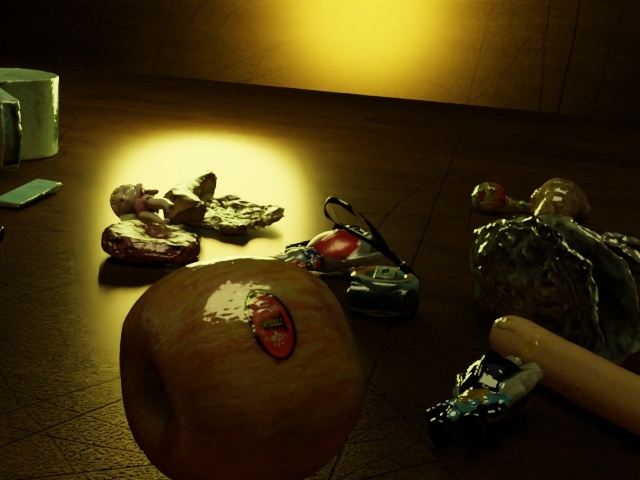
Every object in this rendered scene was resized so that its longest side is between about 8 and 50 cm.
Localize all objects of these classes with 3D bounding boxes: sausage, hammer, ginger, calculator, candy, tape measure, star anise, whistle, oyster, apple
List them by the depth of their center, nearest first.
[{"bbox_3d":[-0.068,0.114,0.975,0.188,0.211,0.211,-14,22,-30],"label":"apple"},{"bbox_3d":[0.285,0.148,1.215,0.066,0.065,0.301,-4,17,-27],"label":"sausage"},{"bbox_3d":[0.279,0.041,1.418,0.158,0.162,0.351,20,11,-20],"label":"oyster"},{"bbox_3d":[0.073,0.015,1.483,0.104,0.179,0.107,-11,14,9],"label":"tape measure"},{"bbox_3d":[0.419,0.016,1.755,0.205,0.061,0.181,12,17,28],"label":"star anise"},{"bbox_3d":[0.000,0.000,1.804,0.065,0.021,0.178,15,21,39],"label":"hammer"},{"bbox_3d":[-0.511,-0.082,1.983,0.057,0.018,0.172,5,15,10],"label":"calculator"},{"bbox_3d":[0.422,-0.061,2.012,0.104,0.080,0.204,30,20,14],"label":"ginger"},{"bbox_3d":[0.379,-0.068,2.117,0.201,0.060,0.060,10,14,-9],"label":"candy"},{"bbox_3d":[-0.643,-0.248,2.290,0.188,0.168,0.405,4,14,0],"label":"whistle"}]

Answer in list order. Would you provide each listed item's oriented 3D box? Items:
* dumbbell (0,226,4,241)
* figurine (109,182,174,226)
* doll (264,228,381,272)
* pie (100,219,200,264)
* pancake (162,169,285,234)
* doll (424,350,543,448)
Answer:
[{"bbox_3d":[-0.577,-0.015,1.467,0.326,0.143,0.143,2,15,-7],"label":"dumbbell"},{"bbox_3d":[-0.280,-0.050,1.830,0.083,0.083,0.187,-7,12,-34],"label":"figurine"},{"bbox_3d":[0.011,0.020,1.653,0.195,0.062,0.104,-15,5,-30],"label":"doll"},{"bbox_3d":[-0.251,0.003,1.686,0.154,0.038,0.153,6,15,-1],"label":"pie"},{"bbox_3d":[-0.193,-0.064,1.919,0.212,0.056,0.257,-10,20,-42],"label":"pancake"},{"bbox_3d":[0.171,0.154,1.159,0.096,0.070,0.195,-8,12,29],"label":"doll"}]
